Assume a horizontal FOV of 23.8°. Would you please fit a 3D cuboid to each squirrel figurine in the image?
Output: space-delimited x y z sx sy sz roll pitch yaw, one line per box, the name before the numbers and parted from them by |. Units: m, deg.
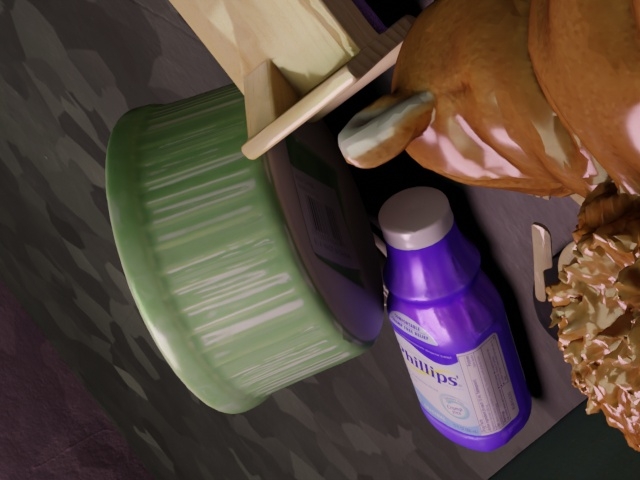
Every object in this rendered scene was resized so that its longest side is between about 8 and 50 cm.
squirrel figurine | 0.172 -0.049 0.717 0.370 0.281 0.397 -15 78 54

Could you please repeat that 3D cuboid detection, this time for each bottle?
bottle | 0.122 0.076 1.449 0.118 0.092 0.283 29 150 43

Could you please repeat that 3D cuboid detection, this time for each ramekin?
ramekin | -0.058 -0.005 1.409 0.303 0.148 0.303 -20 -90 -73

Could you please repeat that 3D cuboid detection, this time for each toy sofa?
toy sofa | -0.079 -0.267 1.260 0.362 0.177 0.150 52 132 -5

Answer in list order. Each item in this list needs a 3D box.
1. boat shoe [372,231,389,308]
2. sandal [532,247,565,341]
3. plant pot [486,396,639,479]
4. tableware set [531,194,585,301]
boat shoe | 0.000 0.000 1.584 0.227 0.068 0.081 42 156 17
sandal | 0.242 0.049 1.239 0.097 0.054 0.254 53 157 -7
plant pot | 0.248 0.277 1.212 0.341 0.334 0.341 40 157 21
tableware set | 0.221 -0.017 1.144 0.128 0.039 0.194 18 136 29
